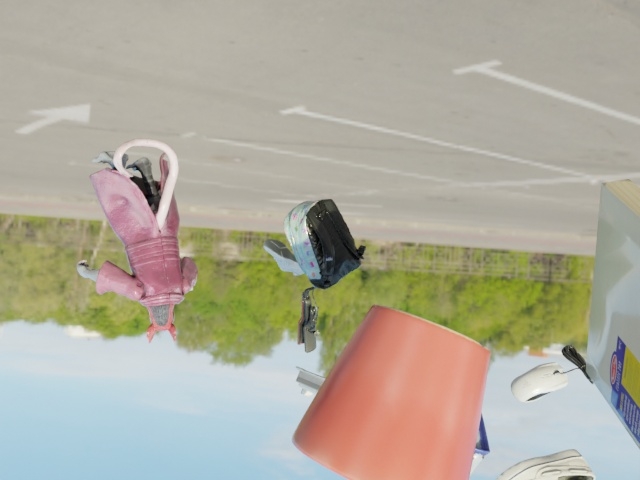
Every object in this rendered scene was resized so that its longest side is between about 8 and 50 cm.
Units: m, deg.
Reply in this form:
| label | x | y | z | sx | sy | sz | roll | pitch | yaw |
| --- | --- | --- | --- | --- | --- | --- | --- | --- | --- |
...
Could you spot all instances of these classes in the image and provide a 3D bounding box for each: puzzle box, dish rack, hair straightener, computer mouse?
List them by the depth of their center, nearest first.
| label | x | y | z | sx | sy | sz | roll | pitch | yaw |
| --- | --- | --- | --- | --- | --- | --- | --- | --- | --- |
| puzzle box | 0.525 | 0.138 | 1.164 | 0.052 | 0.409 | 0.272 | -9 | -150 | -3 |
| computer mouse | 0.529 | 0.313 | 1.635 | 0.193 | 0.106 | 0.042 | -22 | 148 | -9 |
| hair straightener | -0.019 | 0.222 | 1.964 | 0.047 | 0.230 | 0.089 | -16 | -139 | -32 |
| dish rack | 0.076 | 0.467 | 2.076 | 0.285 | 0.072 | 0.333 | 29 | 167 | -18 |

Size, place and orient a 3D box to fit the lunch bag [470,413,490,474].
| label | x | y | z | sx | sy | sz | roll | pitch | yaw |
| --- | --- | --- | --- | --- | --- | --- | --- | --- | --- |
| lunch bag | 0.234 | 0.459 | 1.714 | 0.239 | 0.328 | 0.385 | 20 | -155 | -8 |

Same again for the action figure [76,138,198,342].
| label | x | y | z | sx | sy | sz | roll | pitch | yaw |
| --- | --- | --- | --- | --- | --- | --- | --- | --- | --- |
| action figure | -0.309 | 0.013 | 1.376 | 0.248 | 0.370 | 0.276 | -9 | 174 | -40 |

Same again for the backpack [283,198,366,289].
| label | x | y | z | sx | sy | sz | roll | pitch | yaw |
| --- | --- | --- | --- | --- | --- | --- | --- | --- | --- |
| backpack | 0.000 | 0.000 | 1.567 | 0.115 | 0.182 | 0.152 | -8 | -159 | 45 |

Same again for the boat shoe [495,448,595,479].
| label | x | y | z | sx | sy | sz | roll | pitch | yaw |
| --- | --- | --- | --- | --- | --- | --- | --- | --- | --- |
| boat shoe | 0.505 | 0.544 | 1.611 | 0.258 | 0.095 | 0.084 | -13 | -144 | -19 |

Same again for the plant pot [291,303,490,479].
| label | x | y | z | sx | sy | sz | roll | pitch | yaw |
| --- | --- | --- | --- | --- | --- | --- | --- | --- | --- |
| plant pot | 0.123 | 0.243 | 1.080 | 0.275 | 0.243 | 0.275 | 22 | 172 | 3 |

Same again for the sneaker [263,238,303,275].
| label | x | y | z | sx | sy | sz | roll | pitch | yaw |
| --- | --- | --- | --- | --- | --- | --- | --- | --- | --- |
| sneaker | -0.096 | 0.051 | 1.890 | 0.152 | 0.053 | 0.061 | 34 | 128 | -27 |
